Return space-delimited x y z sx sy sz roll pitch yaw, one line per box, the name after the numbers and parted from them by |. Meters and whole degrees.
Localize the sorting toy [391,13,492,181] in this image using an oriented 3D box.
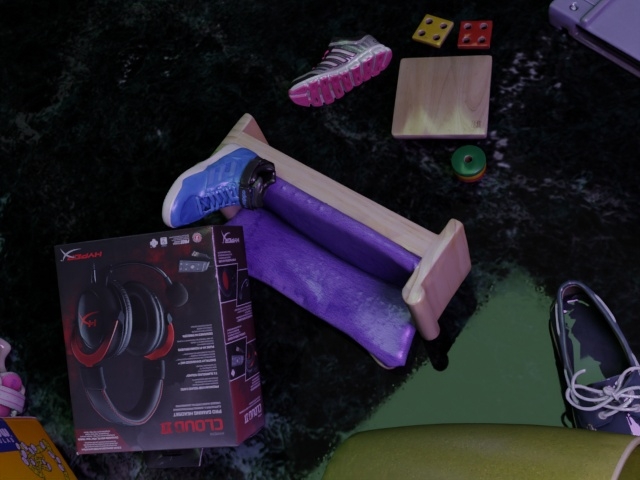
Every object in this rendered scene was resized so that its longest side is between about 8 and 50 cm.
0.178 -0.205 1.076 0.132 0.046 0.275 2 67 16 | sorting toy

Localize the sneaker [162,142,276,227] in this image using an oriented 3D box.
-0.114 -0.058 0.896 0.084 0.058 0.152 24 47 24 | sneaker

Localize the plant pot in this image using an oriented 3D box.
0.149 0.295 0.751 0.293 0.275 0.275 8 67 35 | plant pot

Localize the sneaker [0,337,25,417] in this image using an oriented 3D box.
-0.464 0.232 1.019 0.111 0.103 0.252 -25 65 1 | sneaker

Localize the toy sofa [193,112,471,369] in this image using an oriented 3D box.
0.000 0.000 0.972 0.362 0.150 0.177 30 76 25 | toy sofa

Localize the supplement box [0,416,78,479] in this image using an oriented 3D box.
-0.337 0.394 0.813 0.194 0.195 0.356 -38 77 -4 | supplement box

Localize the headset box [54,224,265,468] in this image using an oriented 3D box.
-0.197 0.137 0.937 0.218 0.110 0.293 -6 89 14 | headset box

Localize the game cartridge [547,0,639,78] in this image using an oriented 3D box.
0.527 -0.303 1.021 0.230 0.068 0.355 -45 63 -3 | game cartridge

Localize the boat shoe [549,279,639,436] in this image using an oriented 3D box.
0.324 0.162 0.839 0.095 0.079 0.255 -15 58 15 | boat shoe

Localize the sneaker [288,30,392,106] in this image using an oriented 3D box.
0.021 -0.267 1.141 0.170 0.063 0.075 -29 62 -5 | sneaker
